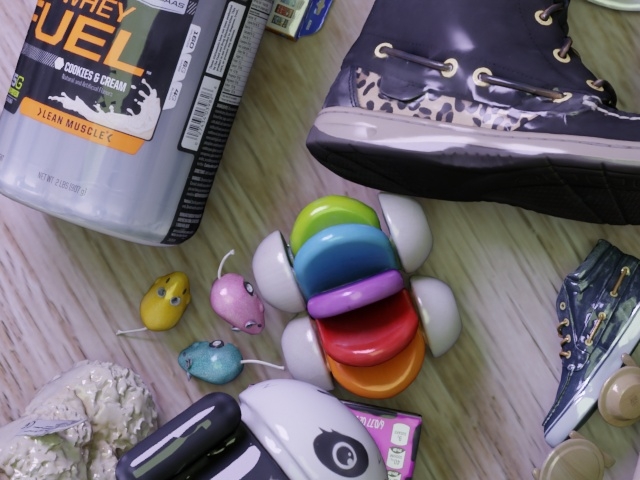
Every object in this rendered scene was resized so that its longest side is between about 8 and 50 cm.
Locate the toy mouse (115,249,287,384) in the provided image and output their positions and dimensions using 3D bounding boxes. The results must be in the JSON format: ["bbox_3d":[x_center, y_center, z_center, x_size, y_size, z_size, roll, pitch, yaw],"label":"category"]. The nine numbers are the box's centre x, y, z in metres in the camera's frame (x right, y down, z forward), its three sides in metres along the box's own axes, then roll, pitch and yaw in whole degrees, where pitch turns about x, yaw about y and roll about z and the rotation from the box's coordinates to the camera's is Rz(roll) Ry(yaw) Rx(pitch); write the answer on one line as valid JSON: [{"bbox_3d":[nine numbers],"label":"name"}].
[{"bbox_3d":[-0.093,0.083,1.502,0.143,0.031,0.161,37,123,-4],"label":"toy mouse"}]

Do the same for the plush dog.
[{"bbox_3d":[-0.233,0.263,1.466,0.262,0.210,0.225,-27,108,2],"label":"plush dog"}]

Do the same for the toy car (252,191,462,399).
[{"bbox_3d":[0.032,0.052,1.461,0.159,0.136,0.182,-19,101,3],"label":"toy car"}]

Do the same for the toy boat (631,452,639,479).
[{"bbox_3d":[0.366,0.169,1.413,0.151,0.151,0.231,17,88,-30],"label":"toy boat"}]

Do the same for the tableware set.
[{"bbox_3d":[0.266,0.186,1.469,0.141,0.020,0.168,42,85,-28],"label":"tableware set"}]

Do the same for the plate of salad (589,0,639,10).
[{"bbox_3d":[0.285,-0.307,1.522,0.200,0.048,0.199,0,85,4],"label":"plate of salad"}]

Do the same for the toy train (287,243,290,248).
[{"bbox_3d":[0.000,0.000,1.533,0.083,0.024,0.017,-20,85,2],"label":"toy train"}]

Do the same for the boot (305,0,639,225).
[{"bbox_3d":[0.194,-0.168,1.417,0.377,0.138,0.284,6,70,24],"label":"boot"}]

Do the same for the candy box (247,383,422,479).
[{"bbox_3d":[-0.007,0.254,1.492,0.159,0.071,0.233,10,87,4],"label":"candy box"}]

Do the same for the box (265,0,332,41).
[{"bbox_3d":[-0.055,-0.239,1.553,0.136,0.028,0.081,22,88,8],"label":"box"}]

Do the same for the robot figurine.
[{"bbox_3d":[-0.073,0.236,1.364,0.278,0.209,0.173,-37,76,-10],"label":"robot figurine"}]

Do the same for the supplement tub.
[{"bbox_3d":[-0.153,-0.168,1.455,0.194,0.193,0.316,19,95,5],"label":"supplement tub"}]

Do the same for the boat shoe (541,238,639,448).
[{"bbox_3d":[0.231,0.090,1.495,0.083,0.065,0.183,34,87,14],"label":"boat shoe"}]
